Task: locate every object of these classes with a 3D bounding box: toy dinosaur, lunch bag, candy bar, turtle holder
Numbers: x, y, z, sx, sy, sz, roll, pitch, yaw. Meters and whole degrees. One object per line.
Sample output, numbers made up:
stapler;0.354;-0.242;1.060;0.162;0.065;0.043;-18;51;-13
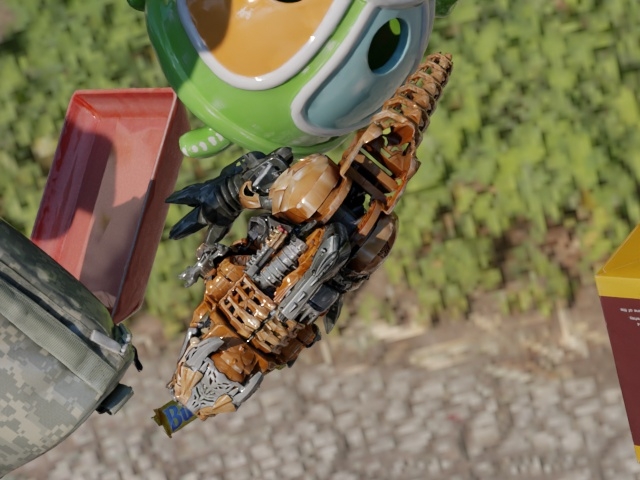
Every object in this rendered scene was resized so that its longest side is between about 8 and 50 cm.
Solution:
toy dinosaur;0.000;0.000;1.319;0.322;0.164;0.218;-31;7;-15
lunch bag;-0.336;0.068;1.554;0.256;0.305;0.212;-18;36;53
candy bar;-0.114;0.165;1.959;0.161;0.040;0.018;-32;-5;-13
turtle holder;0.007;-0.201;1.617;0.227;0.320;0.243;-35;50;39

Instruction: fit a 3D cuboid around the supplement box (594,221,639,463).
supplement box;0.358;0.085;1.469;0.191;0.194;0.129;3;32;37

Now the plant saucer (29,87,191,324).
plant saucer;-0.232;-0.035;1.908;0.047;0.259;0.258;20;-7;-32
